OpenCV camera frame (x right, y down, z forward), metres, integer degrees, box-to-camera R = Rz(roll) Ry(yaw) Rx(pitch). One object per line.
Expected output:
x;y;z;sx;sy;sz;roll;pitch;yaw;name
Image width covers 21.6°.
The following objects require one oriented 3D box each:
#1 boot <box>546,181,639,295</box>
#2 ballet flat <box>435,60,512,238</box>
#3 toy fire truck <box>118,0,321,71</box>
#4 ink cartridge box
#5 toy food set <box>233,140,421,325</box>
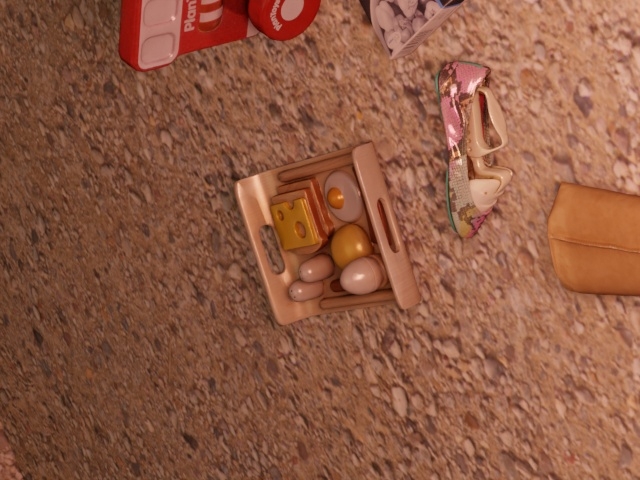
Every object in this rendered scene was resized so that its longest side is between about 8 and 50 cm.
0.348;-0.035;1.783;0.269;0.089;0.236;12;116;52;boot
0.186;-0.104;1.989;0.079;0.077;0.222;4;112;32;ballet flat
-0.136;-0.370;2.116;0.169;0.254;0.302;40;136;35;toy fire truck
0.098;-0.353;1.993;0.206;0.045;0.208;-41;72;54;ink cartridge box
0.000;0.000;2.266;0.306;0.092;0.220;-11;98;55;toy food set
